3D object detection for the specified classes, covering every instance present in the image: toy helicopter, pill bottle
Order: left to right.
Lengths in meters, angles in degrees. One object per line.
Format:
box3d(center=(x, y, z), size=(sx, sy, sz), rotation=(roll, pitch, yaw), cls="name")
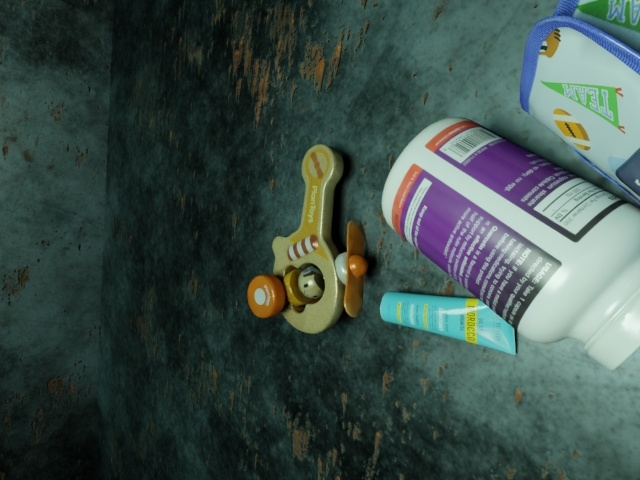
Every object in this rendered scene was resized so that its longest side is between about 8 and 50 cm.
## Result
box3d(center=(0.000, 0.000, 0.780), size=(0.235, 0.140, 0.354), rotation=(10, 96, 42), cls="toy helicopter")
box3d(center=(0.239, -0.006, 0.506), size=(0.323, 0.182, 0.181), rotation=(45, 121, 34), cls="pill bottle")

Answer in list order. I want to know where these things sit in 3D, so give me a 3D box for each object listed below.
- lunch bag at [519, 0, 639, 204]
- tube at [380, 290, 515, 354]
box3d(center=(0.339, -0.133, 0.257), size=(0.327, 0.239, 0.385), rotation=(51, 159, 20), cls="lunch bag")
box3d(center=(0.195, 0.118, 0.654), size=(0.207, 0.052, 0.080), rotation=(3, 105, 39), cls="tube")
